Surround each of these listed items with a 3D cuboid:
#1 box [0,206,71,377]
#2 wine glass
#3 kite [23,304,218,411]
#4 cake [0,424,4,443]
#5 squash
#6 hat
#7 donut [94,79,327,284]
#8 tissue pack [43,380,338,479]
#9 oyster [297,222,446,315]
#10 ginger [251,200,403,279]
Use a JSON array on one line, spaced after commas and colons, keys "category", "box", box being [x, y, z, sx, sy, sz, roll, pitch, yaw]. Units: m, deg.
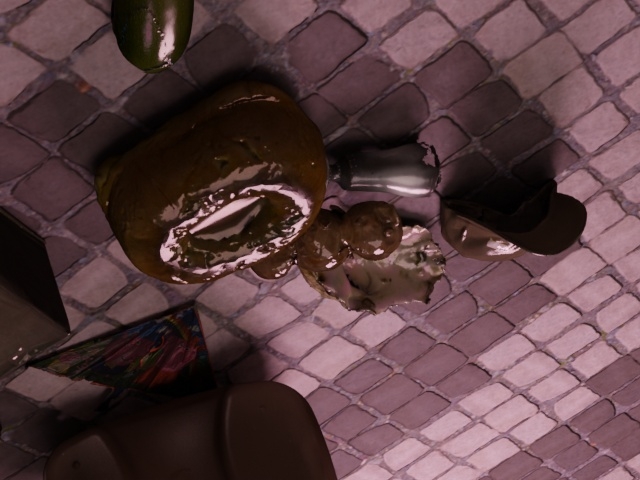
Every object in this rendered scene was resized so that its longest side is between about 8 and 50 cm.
[{"category": "box", "box": [-0.410, 0.037, 1.553, 0.155, 0.149, 0.231, -31, 141, 9]}, {"category": "wine glass", "box": [0.061, -0.082, 1.713, 0.155, 0.072, 0.072, -2, 138, -24]}, {"category": "kite", "box": [-0.225, 0.157, 1.903, 0.321, 0.016, 0.234, 16, 127, -40]}, {"category": "cake", "box": [-0.468, 0.218, 1.834, 0.079, 0.116, 0.185, -18, 174, 1]}, {"category": "squash", "box": [-0.155, -0.287, 1.352, 0.087, 0.087, 0.332, -8, 138, -18]}, {"category": "hat", "box": [0.255, 0.003, 1.837, 0.166, 0.173, 0.144, -11, 134, -13]}, {"category": "donut", "box": [-0.112, -0.056, 1.612, 0.261, 0.128, 0.208, -31, 142, 12]}, {"category": "tissue pack", "box": [-0.169, 0.359, 1.956, 0.387, 0.267, 0.277, -17, 159, -3]}, {"category": "oyster", "box": [0.065, 0.037, 1.861, 0.209, 0.072, 0.133, -21, 114, -24]}, {"category": "ginger", "box": [0.000, 0.000, 1.749, 0.204, 0.080, 0.104, -9, 169, 1]}]
